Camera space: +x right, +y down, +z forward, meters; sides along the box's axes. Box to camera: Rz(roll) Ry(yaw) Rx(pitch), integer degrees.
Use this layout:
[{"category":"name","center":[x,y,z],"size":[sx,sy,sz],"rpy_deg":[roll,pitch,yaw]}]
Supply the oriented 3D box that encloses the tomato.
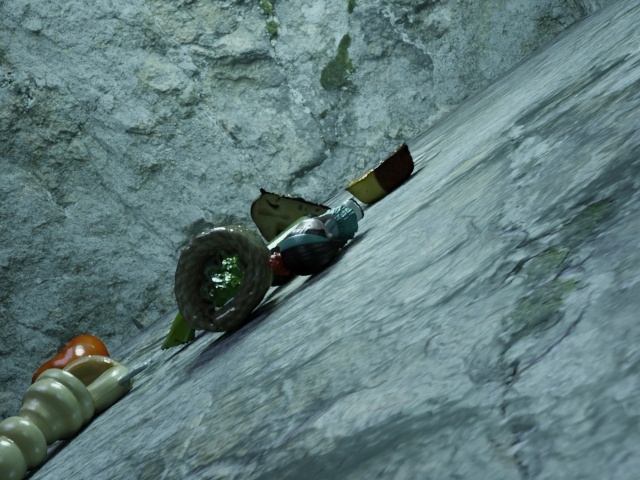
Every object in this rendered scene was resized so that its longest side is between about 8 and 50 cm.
[{"category":"tomato","center":[-0.747,0.409,2.342],"size":[0.260,0.180,0.260],"rpy_deg":[-37,3,2]}]

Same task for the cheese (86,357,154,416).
[{"category":"cheese","center":[-0.514,0.361,1.890],"size":[0.249,0.071,0.163],"rpy_deg":[-29,8,46]}]

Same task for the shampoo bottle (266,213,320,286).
[{"category":"shampoo bottle","center":[-0.089,0.041,1.855],"size":[0.284,0.101,0.101],"rpy_deg":[-40,7,-41]}]

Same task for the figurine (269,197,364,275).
[{"category":"figurine","center":[0.002,-0.003,1.689],"size":[0.245,0.110,0.138],"rpy_deg":[-37,-5,-47]}]

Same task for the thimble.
[{"category":"thimble","center":[-0.206,0.081,1.687],"size":[0.196,0.229,0.148],"rpy_deg":[6,5,9]}]

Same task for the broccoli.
[{"category":"broccoli","center":[-0.263,0.137,1.994],"size":[0.254,0.186,0.302],"rpy_deg":[-25,55,49]}]

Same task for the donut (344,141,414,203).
[{"category":"donut","center":[0.170,-0.173,2.184],"size":[0.217,0.085,0.141],"rpy_deg":[-35,6,20]}]

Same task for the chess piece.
[{"category":"chess piece","center":[-0.659,0.440,1.729],"size":[0.167,0.167,0.300],"rpy_deg":[-32,12,36]}]

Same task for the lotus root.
[{"category":"lotus root","center":[-0.069,-0.044,2.106],"size":[0.074,0.260,0.170],"rpy_deg":[-174,106,-83]}]

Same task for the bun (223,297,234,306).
[{"category":"bun","center":[-0.204,0.163,1.802],"size":[0.083,0.045,0.083],"rpy_deg":[-40,6,5]}]

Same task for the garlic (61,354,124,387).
[{"category":"garlic","center":[-0.625,0.403,2.042],"size":[0.245,0.145,0.164],"rpy_deg":[-40,38,-20]}]
